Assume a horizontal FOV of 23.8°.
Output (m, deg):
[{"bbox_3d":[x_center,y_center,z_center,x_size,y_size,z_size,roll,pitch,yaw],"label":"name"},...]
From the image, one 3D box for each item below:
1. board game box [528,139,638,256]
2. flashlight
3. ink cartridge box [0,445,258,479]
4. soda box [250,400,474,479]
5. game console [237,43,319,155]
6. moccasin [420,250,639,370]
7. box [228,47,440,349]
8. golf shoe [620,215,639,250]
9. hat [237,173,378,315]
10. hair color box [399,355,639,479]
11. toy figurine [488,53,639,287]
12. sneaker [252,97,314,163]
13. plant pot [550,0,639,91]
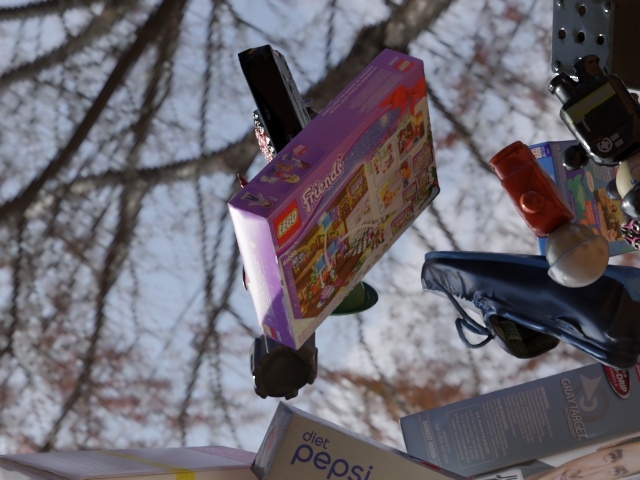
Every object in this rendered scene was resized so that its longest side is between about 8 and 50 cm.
[{"bbox_3d":[0.343,-0.052,1.963,0.210,0.047,0.160,-8,-93,-51],"label":"board game box"},{"bbox_3d":[-0.054,0.098,1.960,0.304,0.103,0.103,-91,-4,-61],"label":"flashlight"},{"bbox_3d":[-0.218,0.400,1.844,0.384,0.160,0.279,7,-89,-50],"label":"ink cartridge box"},{"bbox_3d":[0.066,0.297,1.849,0.098,0.286,0.091,-66,13,-2],"label":"soda box"},{"bbox_3d":[-0.012,-0.119,1.895,0.044,0.213,0.361,-23,-6,10],"label":"game console"},{"bbox_3d":[0.213,0.073,1.635,0.137,0.342,0.117,3,-88,-28],"label":"moccasin"},{"bbox_3d":[0.024,-0.048,1.680,0.293,0.057,0.201,-46,-37,-32],"label":"box"},{"bbox_3d":[0.456,-0.023,1.826,0.086,0.186,0.067,-74,-22,-51],"label":"golf shoe"},{"bbox_3d":[0.000,0.000,2.283,0.208,0.173,0.184,-11,-64,-41],"label":"hat"},{"bbox_3d":[0.312,0.271,2.056,0.374,0.114,0.185,-17,-30,5],"label":"hair color box"},{"bbox_3d":[0.280,-0.073,1.337,0.209,0.148,0.213,-22,-19,-30],"label":"toy figurine"},{"bbox_3d":[-0.011,-0.126,2.309,0.125,0.262,0.104,-22,-35,-6],"label":"sneaker"},{"bbox_3d":[0.449,-0.313,2.271,0.167,0.187,0.188,-10,-71,-35],"label":"plant pot"}]
